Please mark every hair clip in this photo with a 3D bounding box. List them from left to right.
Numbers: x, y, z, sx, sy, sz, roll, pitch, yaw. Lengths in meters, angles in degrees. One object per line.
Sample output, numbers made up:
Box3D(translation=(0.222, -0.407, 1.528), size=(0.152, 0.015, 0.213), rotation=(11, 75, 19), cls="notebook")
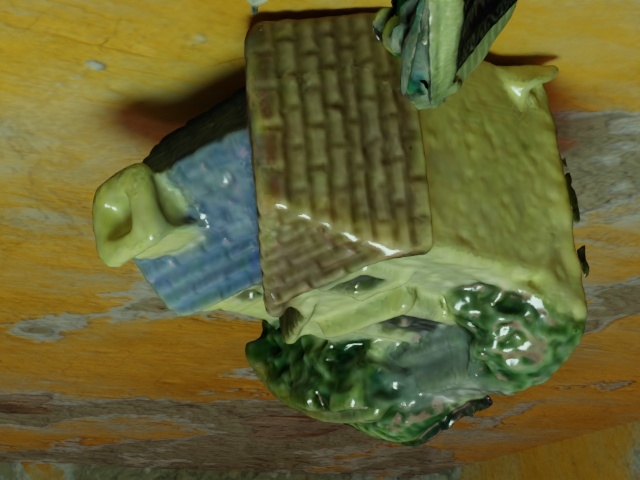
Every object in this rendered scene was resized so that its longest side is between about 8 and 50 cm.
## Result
Box3D(translation=(0.080, -0.198, 0.696), size=(0.091, 0.138, 0.321), rotation=(30, 144, 6), cls="hair clip")

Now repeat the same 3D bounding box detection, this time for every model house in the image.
Box3D(translation=(0.000, 0.000, 1.124), size=(0.321, 0.261, 0.266), rotation=(-25, 152, 37), cls="model house")

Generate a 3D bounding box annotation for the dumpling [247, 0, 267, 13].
Box3D(translation=(-0.041, -0.206, 0.685), size=(0.216, 0.166, 0.126), rotation=(42, -176, -21), cls="dumpling")
